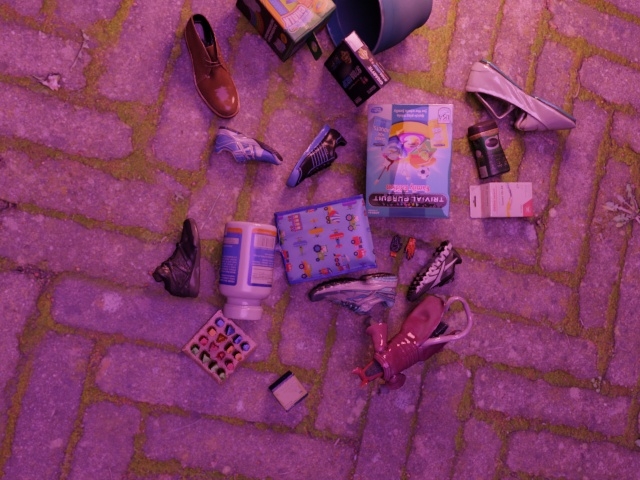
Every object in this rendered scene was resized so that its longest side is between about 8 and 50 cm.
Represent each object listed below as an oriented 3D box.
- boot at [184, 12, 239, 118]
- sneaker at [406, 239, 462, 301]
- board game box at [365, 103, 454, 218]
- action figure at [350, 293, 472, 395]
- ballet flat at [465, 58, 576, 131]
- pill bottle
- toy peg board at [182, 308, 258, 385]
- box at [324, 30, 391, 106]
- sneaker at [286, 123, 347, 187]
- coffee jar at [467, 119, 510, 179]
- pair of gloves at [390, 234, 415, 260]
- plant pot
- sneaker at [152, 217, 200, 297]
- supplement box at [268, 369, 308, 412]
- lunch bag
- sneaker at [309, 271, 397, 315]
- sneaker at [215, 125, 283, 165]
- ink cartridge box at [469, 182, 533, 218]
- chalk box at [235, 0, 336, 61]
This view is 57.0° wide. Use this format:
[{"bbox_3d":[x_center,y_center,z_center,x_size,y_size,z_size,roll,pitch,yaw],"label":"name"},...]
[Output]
[{"bbox_3d":[-0.317,-0.504,1.706,0.112,0.115,0.306,-23,95,-16],"label":"boot"},{"bbox_3d":[0.371,0.116,1.874,0.106,0.078,0.234,41,77,-7],"label":"sneaker"},{"bbox_3d":[0.265,-0.238,1.777,0.253,0.079,0.337,1,97,6],"label":"board game box"},{"bbox_3d":[0.259,0.337,1.752,0.370,0.275,0.248,-31,102,-27],"label":"action figure"},{"bbox_3d":[0.650,-0.444,1.952,0.400,0.139,0.139,30,81,-7],"label":"ballet flat"},{"bbox_3d":[-0.212,0.087,1.691,0.152,0.152,0.272,6,87,-14],"label":"pill bottle"},{"bbox_3d":[-0.286,0.313,1.701,0.161,0.079,0.161,45,79,-9],"label":"toy peg board"},{"bbox_3d":[0.106,-0.505,1.756,0.051,0.220,0.175,-41,99,-12],"label":"box"},{"bbox_3d":[-0.010,-0.243,1.789,0.090,0.081,0.232,36,79,-3],"label":"sneaker"},{"bbox_3d":[0.550,-0.299,1.933,0.096,0.079,0.185,-17,93,-11],"label":"coffee jar"},{"bbox_3d":[0.264,0.023,1.885,0.083,0.010,0.074,12,87,-11],"label":"pair of gloves"},{"bbox_3d":[0.189,-0.706,1.778,0.255,0.271,0.272,-25,94,-29],"label":"plant pot"},{"bbox_3d":[-0.408,0.049,1.676,0.130,0.087,0.228,3,93,-20],"label":"sneaker"},{"bbox_3d":[-0.095,0.449,1.755,0.083,0.056,0.083,-38,97,-12],"label":"supplement box"},{"bbox_3d":[0.000,0.000,1.770,0.292,0.138,0.221,-12,94,-5],"label":"lunch bag"},{"bbox_3d":[0.106,0.174,1.791,0.282,0.110,0.122,-6,93,-14],"label":"sneaker"},{"bbox_3d":[-0.213,-0.263,1.748,0.211,0.080,0.081,22,89,-3],"label":"sneaker"},{"bbox_3d":[0.596,-0.131,1.944,0.198,0.067,0.116,-2,89,-14],"label":"ink cartridge box"},{"bbox_3d":[-0.082,-0.666,1.738,0.179,0.180,0.289,-44,99,-11],"label":"chalk box"}]
